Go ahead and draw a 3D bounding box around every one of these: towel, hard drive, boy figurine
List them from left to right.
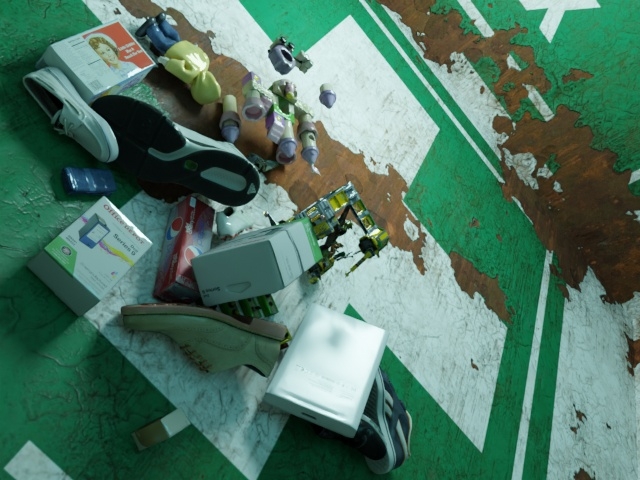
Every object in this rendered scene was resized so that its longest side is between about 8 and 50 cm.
[{"bbox_3d":[-0.531,-0.135,1.531,0.119,0.029,0.067,-4,68,-50],"label":"towel"},{"bbox_3d":[-0.390,-0.518,1.920,0.285,0.092,0.177,49,37,-13],"label":"boy figurine"},{"bbox_3d":[0.026,0.318,1.706,0.233,0.047,0.353,21,37,7],"label":"hard drive"}]

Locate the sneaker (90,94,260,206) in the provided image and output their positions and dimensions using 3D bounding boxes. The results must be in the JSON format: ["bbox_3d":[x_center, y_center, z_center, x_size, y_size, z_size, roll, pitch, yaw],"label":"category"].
[{"bbox_3d":[-0.368,-0.225,1.720,0.447,0.169,0.257,27,6,-9],"label":"sneaker"}]

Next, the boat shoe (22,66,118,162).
[{"bbox_3d":[-0.576,-0.283,1.533,0.267,0.096,0.088,55,40,-3],"label":"boat shoe"}]

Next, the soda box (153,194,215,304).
[{"bbox_3d":[-0.324,0.025,1.601,0.083,0.092,0.263,33,43,-34],"label":"soda box"}]

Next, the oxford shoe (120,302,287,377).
[{"bbox_3d":[-0.259,0.226,1.501,0.397,0.140,0.146,15,80,-28],"label":"oxford shoe"}]

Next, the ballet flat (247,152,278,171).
[{"bbox_3d":[-0.176,-0.229,2.010,0.114,0.041,0.041,16,53,-42],"label":"ballet flat"}]

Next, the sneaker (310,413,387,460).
[{"bbox_3d":[0.042,0.479,1.704,0.283,0.107,0.124,45,41,-1],"label":"sneaker"}]

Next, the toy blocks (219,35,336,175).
[{"bbox_3d":[-0.105,-0.351,1.942,0.288,0.309,0.260,26,41,-35],"label":"toy blocks"}]

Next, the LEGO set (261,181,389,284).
[{"bbox_3d":[0.000,0.000,1.821,0.192,0.331,0.255,-37,107,-46],"label":"LEGO set"}]

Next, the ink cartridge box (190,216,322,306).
[{"bbox_3d":[-0.144,0.045,1.594,0.289,0.211,0.121,-36,111,-70],"label":"ink cartridge box"}]

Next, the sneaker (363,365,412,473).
[{"bbox_3d":[0.162,0.461,1.827,0.127,0.126,0.321,-1,76,-45],"label":"sneaker"}]

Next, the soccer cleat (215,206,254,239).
[{"bbox_3d":[-0.224,-0.055,1.754,0.196,0.068,0.076,-41,118,-75],"label":"soccer cleat"}]

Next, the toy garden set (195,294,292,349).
[{"bbox_3d":[-0.181,0.196,1.680,0.244,0.049,0.204,-12,74,-52],"label":"toy garden set"}]

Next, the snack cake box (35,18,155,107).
[{"bbox_3d":[-0.556,-0.440,1.671,0.152,0.089,0.264,49,37,-9],"label":"snack cake box"}]

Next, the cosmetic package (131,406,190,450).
[{"bbox_3d":[-0.320,0.377,1.333,0.060,0.115,0.041,-24,83,-54],"label":"cosmetic package"}]

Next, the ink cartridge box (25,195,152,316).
[{"bbox_3d":[-0.483,0.029,1.416,0.154,0.093,0.212,48,36,-13],"label":"ink cartridge box"}]
